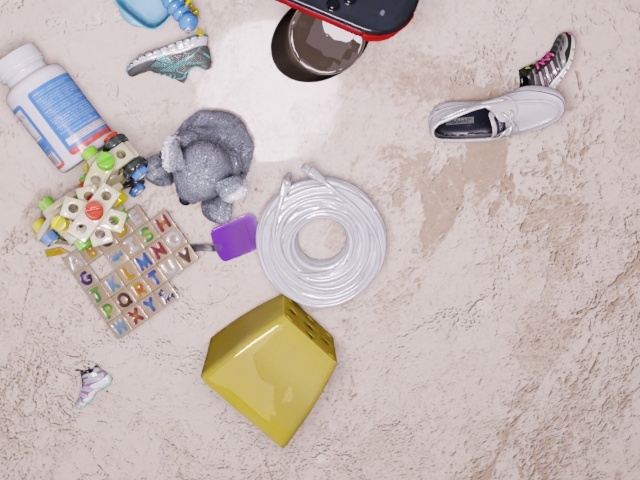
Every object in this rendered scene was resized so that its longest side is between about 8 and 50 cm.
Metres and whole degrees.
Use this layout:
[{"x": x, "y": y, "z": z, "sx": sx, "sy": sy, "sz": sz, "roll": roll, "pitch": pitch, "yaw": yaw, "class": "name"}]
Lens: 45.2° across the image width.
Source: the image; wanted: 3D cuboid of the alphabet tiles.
[{"x": -0.366, "y": 0.053, "z": 1.525, "sx": 0.237, "sy": 0.009, "sz": 0.198, "roll": -34, "pitch": 90, "yaw": 10, "class": "alphabet tiles"}]

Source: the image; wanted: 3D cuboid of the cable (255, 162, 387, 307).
[{"x": 0.000, "y": 0.000, "z": 1.520, "sx": 0.257, "sy": 0.089, "sz": 0.257, "roll": 28, "pitch": 102, "yaw": -10, "class": "cable"}]

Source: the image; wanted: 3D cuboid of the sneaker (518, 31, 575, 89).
[{"x": 0.422, "y": -0.325, "z": 1.472, "sx": 0.075, "sy": 0.063, "sz": 0.170, "roll": 22, "pitch": 107, "yaw": -14, "class": "sneaker"}]

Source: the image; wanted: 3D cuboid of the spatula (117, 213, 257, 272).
[{"x": -0.265, "y": 0.021, "z": 1.538, "sx": 0.296, "sy": 0.030, "sz": 0.084, "roll": -14, "pitch": 121, "yaw": 5, "class": "spatula"}]

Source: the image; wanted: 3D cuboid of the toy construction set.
[{"x": -0.411, "y": -0.075, "z": 1.381, "sx": 0.215, "sy": 0.327, "sz": 0.151, "roll": -40, "pitch": 104, "yaw": -21, "class": "toy construction set"}]

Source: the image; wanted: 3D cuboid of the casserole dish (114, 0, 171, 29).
[{"x": -0.297, "y": -0.477, "z": 1.415, "sx": 0.114, "sy": 0.037, "sz": 0.188, "roll": 38, "pitch": 100, "yaw": -11, "class": "casserole dish"}]

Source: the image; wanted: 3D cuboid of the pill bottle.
[{"x": -0.494, "y": -0.246, "z": 1.417, "sx": 0.124, "sy": 0.124, "sz": 0.221, "roll": -33, "pitch": 103, "yaw": 5, "class": "pill bottle"}]

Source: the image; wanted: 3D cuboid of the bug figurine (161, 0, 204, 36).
[{"x": -0.268, "y": -0.466, "z": 1.270, "sx": 0.072, "sy": 0.279, "sz": 0.216, "roll": -38, "pitch": 82, "yaw": -14, "class": "bug figurine"}]

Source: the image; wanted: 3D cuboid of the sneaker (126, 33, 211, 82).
[{"x": -0.280, "y": -0.328, "z": 1.440, "sx": 0.166, "sy": 0.065, "sz": 0.076, "roll": -18, "pitch": 108, "yaw": 3, "class": "sneaker"}]

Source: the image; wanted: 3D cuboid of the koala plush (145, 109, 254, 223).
[{"x": -0.214, "y": -0.138, "z": 1.406, "sx": 0.196, "sy": 0.221, "sz": 0.203, "roll": 33, "pitch": 100, "yaw": -9, "class": "koala plush"}]

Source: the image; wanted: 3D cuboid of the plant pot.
[{"x": -0.083, "y": 0.232, "z": 1.506, "sx": 0.187, "sy": 0.212, "sz": 0.212, "roll": -44, "pitch": 102, "yaw": 8, "class": "plant pot"}]

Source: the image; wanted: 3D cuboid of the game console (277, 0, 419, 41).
[{"x": 0.033, "y": -0.536, "z": 1.224, "sx": 0.342, "sy": 0.060, "sz": 0.386, "roll": 22, "pitch": 80, "yaw": -8, "class": "game console"}]

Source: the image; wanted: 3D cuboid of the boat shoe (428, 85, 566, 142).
[{"x": 0.334, "y": -0.224, "z": 1.453, "sx": 0.258, "sy": 0.084, "sz": 0.095, "roll": -10, "pitch": 120, "yaw": 15, "class": "boat shoe"}]

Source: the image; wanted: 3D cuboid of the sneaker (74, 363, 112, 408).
[{"x": -0.488, "y": 0.296, "z": 1.597, "sx": 0.098, "sy": 0.038, "sz": 0.069, "roll": -43, "pitch": 100, "yaw": -2, "class": "sneaker"}]

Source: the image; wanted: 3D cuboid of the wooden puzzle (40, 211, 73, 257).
[{"x": -0.519, "y": -0.023, "z": 1.526, "sx": 0.078, "sy": 0.014, "sz": 0.116, "roll": -3, "pitch": 104, "yaw": -2, "class": "wooden puzzle"}]

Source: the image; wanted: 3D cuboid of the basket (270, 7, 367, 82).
[{"x": 0.008, "y": -0.361, "z": 1.359, "sx": 0.204, "sy": 0.227, "sz": 0.154, "roll": -29, "pitch": 104, "yaw": 4, "class": "basket"}]
